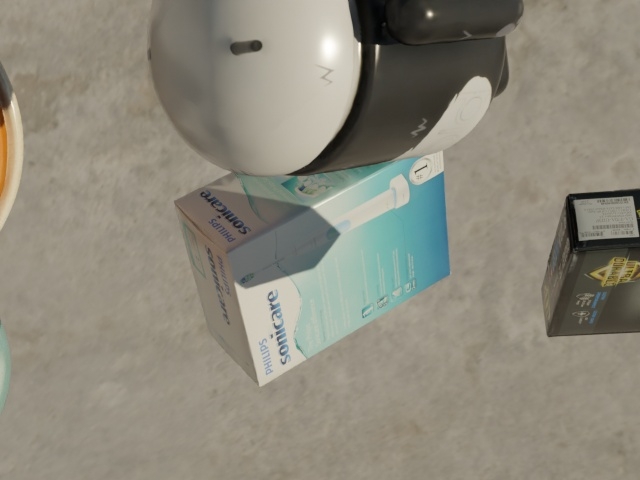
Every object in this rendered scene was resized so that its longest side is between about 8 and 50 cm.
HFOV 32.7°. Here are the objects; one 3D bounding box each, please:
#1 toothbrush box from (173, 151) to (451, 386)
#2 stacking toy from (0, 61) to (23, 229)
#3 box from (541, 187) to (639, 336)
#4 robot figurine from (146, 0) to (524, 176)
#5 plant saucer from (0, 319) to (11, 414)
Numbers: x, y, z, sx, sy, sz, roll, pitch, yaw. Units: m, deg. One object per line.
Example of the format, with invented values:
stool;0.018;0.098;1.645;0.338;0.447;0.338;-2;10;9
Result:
toothbrush box;0.000;0.000;1.290;0.295;0.216;0.126;-30;44;-21
stacking toy;-0.409;-0.038;0.854;0.350;0.480;0.351;-5;108;-15
box;0.280;0.021;0.899;0.175;0.220;0.051;-3;67;4
robot figurine;0.014;-0.137;0.746;0.278;0.209;0.173;-13;58;-44
plant saucer;-0.557;0.163;1.424;0.317;0.043;0.318;9;73;-30
